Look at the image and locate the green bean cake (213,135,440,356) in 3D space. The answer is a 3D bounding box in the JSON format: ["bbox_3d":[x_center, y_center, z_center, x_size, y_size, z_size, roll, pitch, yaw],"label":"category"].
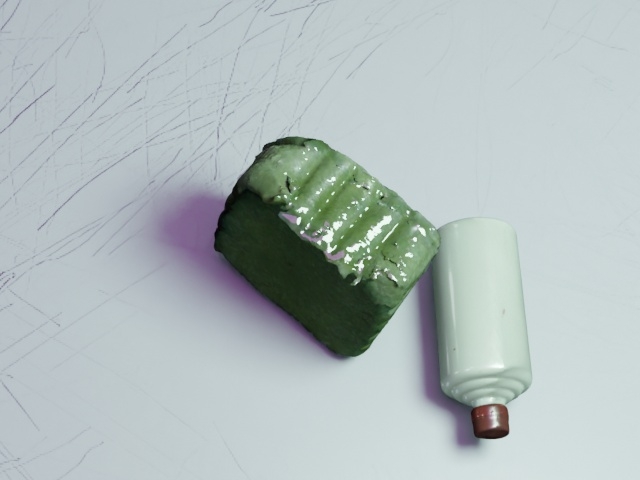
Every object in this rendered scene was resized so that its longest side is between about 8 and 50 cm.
[{"bbox_3d":[0.000,0.000,1.957,0.227,0.222,0.125,34,64,2],"label":"green bean cake"}]

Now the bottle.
[{"bbox_3d":[0.181,0.102,2.008,0.104,0.104,0.245,2,65,-10],"label":"bottle"}]
